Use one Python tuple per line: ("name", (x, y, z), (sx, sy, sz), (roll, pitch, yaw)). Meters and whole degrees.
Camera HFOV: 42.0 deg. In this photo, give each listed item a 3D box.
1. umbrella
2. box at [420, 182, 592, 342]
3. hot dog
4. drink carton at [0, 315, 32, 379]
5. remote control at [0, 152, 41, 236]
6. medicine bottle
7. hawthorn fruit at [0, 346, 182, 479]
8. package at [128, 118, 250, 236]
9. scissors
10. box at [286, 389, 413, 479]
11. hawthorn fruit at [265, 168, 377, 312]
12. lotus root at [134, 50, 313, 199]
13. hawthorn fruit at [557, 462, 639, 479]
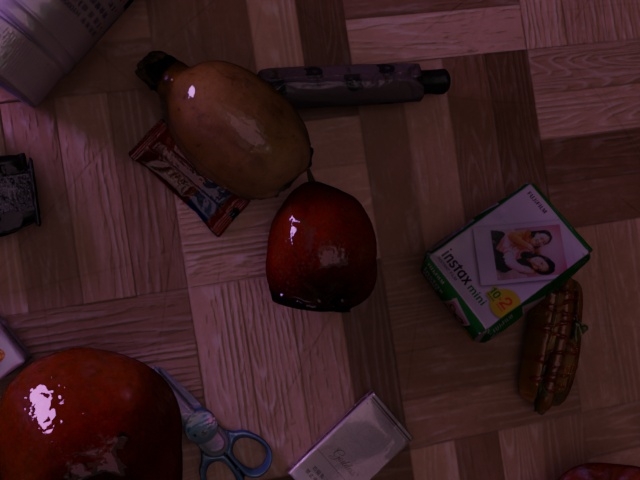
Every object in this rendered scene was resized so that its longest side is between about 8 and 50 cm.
("umbrella", (0.057, -0.261, 1.404), (0.337, 0.073, 0.067), (-5, 83, -13))
("box", (0.309, 0.039, 1.410), (0.250, 0.103, 0.180), (-35, 75, -11))
("hot dog", (0.411, 0.183, 1.467), (0.104, 0.076, 0.250), (14, 83, -13))
("drink carton", (-0.591, 0.224, 1.222), (0.315, 0.106, 0.131), (-38, 97, -12))
("remote control", (-0.628, -0.051, 1.247), (0.398, 0.062, 0.145), (-8, 89, -11))
("medicine bottle", (-0.399, -0.373, 1.246), (0.190, 0.190, 0.332), (40, 80, -8))
("hawthorn fruit", (-0.323, 0.309, 1.194), (0.295, 0.295, 0.311), (-30, 51, -12))
("package", (-0.213, -0.101, 1.362), (0.200, 0.022, 0.083), (43, 80, -9))
("scissors", (-0.192, 0.302, 1.347), (0.125, 0.030, 0.256), (-41, 99, -10))
("box", (0.051, 0.359, 1.401), (0.198, 0.029, 0.109), (-42, 97, -10))
("hawthorn fruit", (0.000, 0.000, 1.341), (0.189, 0.189, 0.252), (2, 68, -13))
("lotus root", (-0.154, -0.190, 1.301), (0.310, 0.183, 0.183), (40, 80, -5))
("hawthorn fruit", (0.497, 0.516, 1.407), (0.241, 0.242, 0.272), (-26, 126, -12))
